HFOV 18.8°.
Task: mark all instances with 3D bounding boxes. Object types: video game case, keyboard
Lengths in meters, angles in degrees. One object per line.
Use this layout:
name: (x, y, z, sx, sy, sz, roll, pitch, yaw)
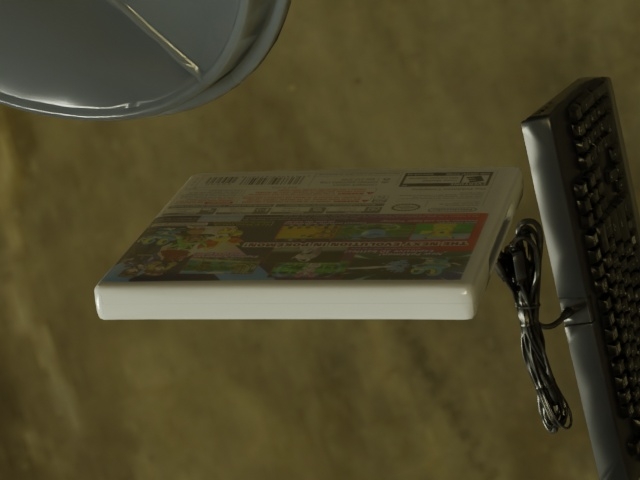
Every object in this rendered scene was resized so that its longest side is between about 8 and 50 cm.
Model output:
video game case: (0.000, 0.000, 1.060, 0.201, 0.183, 0.023, 0, 111, 14)
keyboard: (0.204, 0.046, 1.460, 0.033, 0.201, 0.317, 2, 117, 39)

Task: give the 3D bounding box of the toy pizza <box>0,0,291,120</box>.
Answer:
toy pizza: (-0.086, -0.103, 0.378, 0.201, 0.032, 0.201, 27, 151, 17)
